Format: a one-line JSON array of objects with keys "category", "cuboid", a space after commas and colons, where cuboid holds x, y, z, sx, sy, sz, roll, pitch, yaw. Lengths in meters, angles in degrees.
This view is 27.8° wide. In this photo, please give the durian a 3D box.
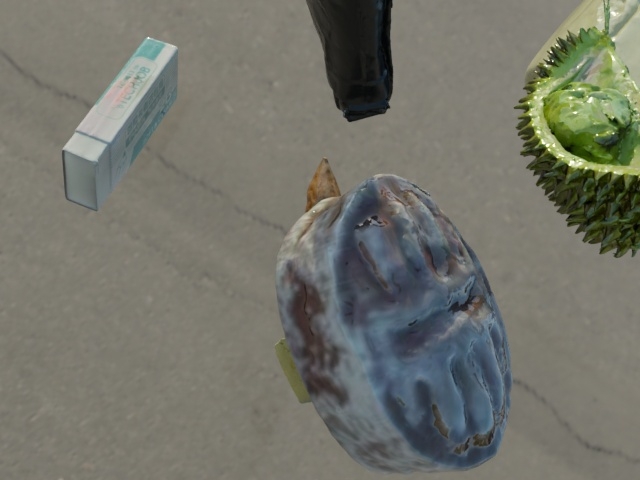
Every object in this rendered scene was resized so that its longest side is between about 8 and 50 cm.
[{"category": "durian", "cuboid": [0.310, -0.109, 1.430, 0.157, 0.169, 0.355, 49, 19, -35]}]

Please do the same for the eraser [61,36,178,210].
[{"category": "eraser", "cuboid": [-0.245, -0.148, 1.611, 0.052, 0.095, 0.225, 21, 52, 9]}]

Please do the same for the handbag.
[{"category": "handbag", "cuboid": [0.010, -0.257, 1.137, 0.223, 0.080, 0.246, 87, -5, -53]}]

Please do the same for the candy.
[{"category": "candy", "cuboid": [0.070, 0.085, 1.234, 0.214, 0.157, 0.289, -26, 96, -43]}]

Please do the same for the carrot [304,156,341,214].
[{"category": "carrot", "cuboid": [0.000, 0.000, 1.580, 0.072, 0.072, 0.205, 5, 84, -52]}]

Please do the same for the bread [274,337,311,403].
[{"category": "bread", "cuboid": [-0.008, 0.170, 1.824, 0.080, 0.084, 0.109, -25, 89, -37]}]

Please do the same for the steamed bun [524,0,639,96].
[{"category": "steamed bun", "cuboid": [0.573, -0.213, 1.929, 0.456, 0.371, 0.290, 38, -10, 28]}]
